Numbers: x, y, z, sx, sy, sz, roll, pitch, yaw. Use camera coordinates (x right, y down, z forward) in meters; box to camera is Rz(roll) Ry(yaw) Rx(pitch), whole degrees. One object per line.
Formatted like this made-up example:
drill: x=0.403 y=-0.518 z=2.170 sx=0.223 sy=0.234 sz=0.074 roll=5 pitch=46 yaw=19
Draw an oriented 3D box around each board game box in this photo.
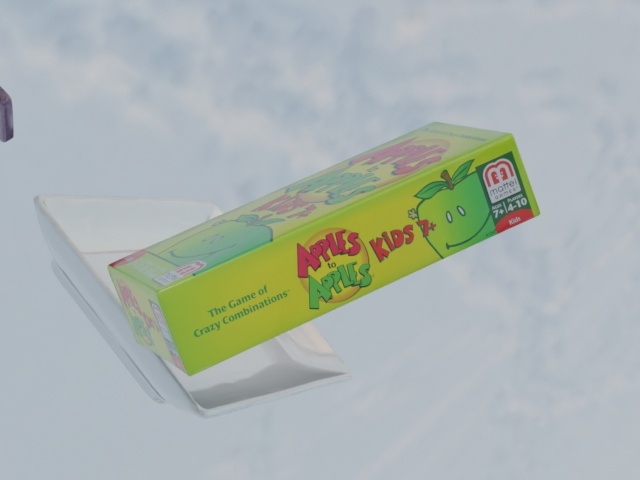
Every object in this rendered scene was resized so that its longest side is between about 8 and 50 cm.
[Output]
board game box: x=0.000 y=0.000 z=0.925 sx=0.181 sy=0.043 sz=0.092 roll=-24 pitch=-166 yaw=-16

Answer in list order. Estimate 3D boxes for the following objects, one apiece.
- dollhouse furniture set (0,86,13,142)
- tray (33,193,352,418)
dollhouse furniture set: x=-0.196 y=-0.081 z=0.870 sx=0.081 sy=0.091 sz=0.114 roll=-38 pitch=162 yaw=-24
tray: x=-0.070 y=0.039 z=1.113 sx=0.030 sy=0.145 sz=0.270 roll=-42 pitch=169 yaw=13
